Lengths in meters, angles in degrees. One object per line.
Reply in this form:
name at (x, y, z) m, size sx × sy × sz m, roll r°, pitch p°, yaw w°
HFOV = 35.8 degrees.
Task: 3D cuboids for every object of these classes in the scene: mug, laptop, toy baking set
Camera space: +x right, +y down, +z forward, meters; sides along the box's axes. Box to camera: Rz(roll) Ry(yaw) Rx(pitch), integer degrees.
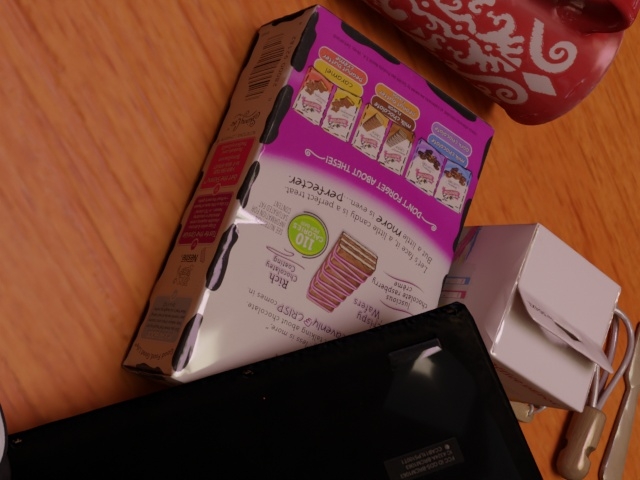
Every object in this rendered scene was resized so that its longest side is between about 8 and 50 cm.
mug at (0.118, -0.175, 0.658) m, size 0.169 × 0.150 × 0.113 m, roll 27°, pitch 49°, yaw -27°
laptop at (-0.044, 0.303, 0.534) m, size 0.382 × 0.236 × 0.408 m, roll -15°, pitch 69°, yaw -16°
toy baking set at (0.197, 0.148, 0.769) m, size 0.256 × 0.030 × 0.197 m, roll -5°, pitch 91°, yaw -35°

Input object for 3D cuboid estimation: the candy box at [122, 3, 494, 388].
candy box at (0.000, 0.000, 0.609) m, size 0.159 × 0.071 × 0.233 m, roll 29°, pitch 72°, yaw -30°

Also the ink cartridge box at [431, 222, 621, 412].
ink cartridge box at (0.117, 0.049, 0.647) m, size 0.092 × 0.143 × 0.090 m, roll 32°, pitch 71°, yaw -30°

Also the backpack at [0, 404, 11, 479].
backpack at (-0.256, 0.081, 0.325) m, size 0.253 × 0.191 × 0.225 m, roll -41°, pitch 83°, yaw -21°
